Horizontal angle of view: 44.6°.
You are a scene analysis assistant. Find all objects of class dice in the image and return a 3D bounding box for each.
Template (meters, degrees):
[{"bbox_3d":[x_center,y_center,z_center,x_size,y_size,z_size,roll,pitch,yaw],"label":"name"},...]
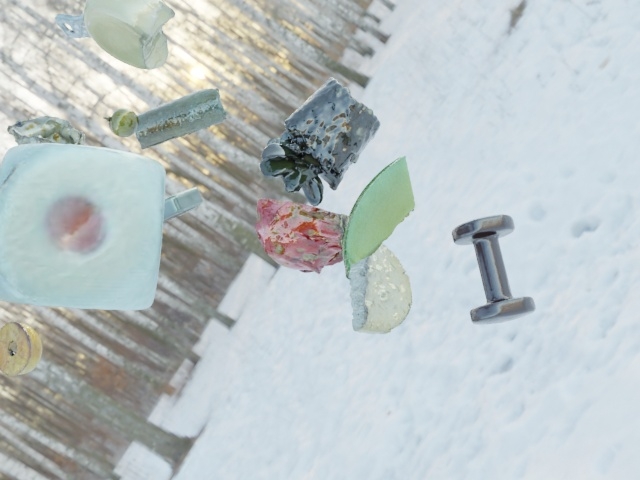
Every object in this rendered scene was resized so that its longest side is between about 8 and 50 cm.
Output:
[{"bbox_3d":[-0.414,-0.018,1.353,0.262,0.267,0.265,172,102,-75],"label":"dice"}]

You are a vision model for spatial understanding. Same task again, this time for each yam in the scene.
[{"bbox_3d":[-0.370,-0.326,2.066,0.259,0.106,0.106,-17,16,10],"label":"yam"}]

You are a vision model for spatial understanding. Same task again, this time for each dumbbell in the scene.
[{"bbox_3d":[0.368,0.064,1.670,0.124,0.140,0.226,108,151,-76],"label":"dumbbell"}]

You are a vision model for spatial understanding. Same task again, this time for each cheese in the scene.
[{"bbox_3d":[-0.354,-0.367,1.292,0.163,0.248,0.071,80,-146,-63],"label":"cheese"}]

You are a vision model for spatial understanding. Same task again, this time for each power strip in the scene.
[{"bbox_3d":[-0.456,-0.092,2.347,0.264,0.059,0.193,-23,3,35],"label":"power strip"}]

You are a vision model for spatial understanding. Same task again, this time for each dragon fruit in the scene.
[{"bbox_3d":[0.000,0.000,1.673,0.211,0.262,0.134,-5,73,46],"label":"dragon fruit"}]

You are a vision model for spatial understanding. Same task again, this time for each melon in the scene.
[{"bbox_3d":[0.099,-0.036,1.416,0.053,0.114,0.262,-8,42,52],"label":"melon"}]

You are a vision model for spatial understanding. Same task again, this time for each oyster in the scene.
[{"bbox_3d":[-0.826,-0.297,2.357,0.341,0.110,0.166,3,35,26],"label":"oyster"}]

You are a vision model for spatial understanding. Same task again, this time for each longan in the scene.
[{"bbox_3d":[-0.467,-0.277,1.820,0.075,0.083,0.075,-30,55,56],"label":"longan"}]

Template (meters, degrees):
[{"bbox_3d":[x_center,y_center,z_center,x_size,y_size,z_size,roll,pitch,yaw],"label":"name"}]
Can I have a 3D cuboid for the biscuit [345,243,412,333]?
[{"bbox_3d":[0.163,0.118,2.080,0.084,0.179,0.281,-46,41,51],"label":"biscuit"}]

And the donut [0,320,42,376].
[{"bbox_3d":[-0.800,0.289,2.069,0.152,0.152,0.058,-53,-29,14],"label":"donut"}]

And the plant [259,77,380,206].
[{"bbox_3d":[-0.005,-0.221,1.777,0.276,0.199,0.188,-48,-1,11],"label":"plant"}]
